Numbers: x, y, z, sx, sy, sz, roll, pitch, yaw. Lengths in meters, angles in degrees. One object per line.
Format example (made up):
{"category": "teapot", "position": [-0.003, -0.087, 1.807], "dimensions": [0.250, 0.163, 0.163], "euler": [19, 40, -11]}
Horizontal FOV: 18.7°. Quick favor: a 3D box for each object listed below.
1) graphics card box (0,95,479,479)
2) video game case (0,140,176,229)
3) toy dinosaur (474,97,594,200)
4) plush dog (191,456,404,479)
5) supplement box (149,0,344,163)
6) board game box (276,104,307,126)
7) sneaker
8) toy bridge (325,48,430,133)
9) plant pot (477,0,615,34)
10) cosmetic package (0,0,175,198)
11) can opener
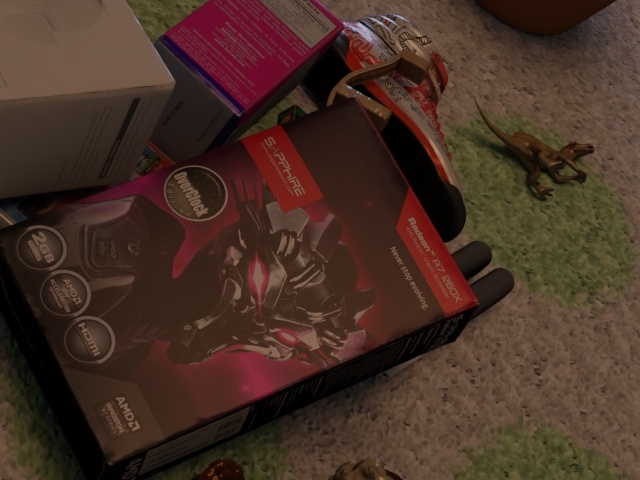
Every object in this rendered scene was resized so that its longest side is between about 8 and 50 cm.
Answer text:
{"category": "graphics card box", "position": [-0.075, 0.041, 1.672], "dimensions": [0.371, 0.094, 0.233], "euler": [-22, 72, -22]}
{"category": "video game case", "position": [-0.178, -0.010, 1.777], "dimensions": [0.285, 0.025, 0.204], "euler": [42, 42, -2]}
{"category": "toy dinosaur", "position": [0.238, -0.095, 2.159], "dimensions": [0.183, 0.053, 0.092], "euler": [15, 33, -38]}
{"category": "plush dog", "position": [-0.044, 0.281, 1.557], "dimensions": [0.225, 0.210, 0.262], "euler": [23, 15, -1]}
{"category": "supplement box", "position": [-0.089, -0.173, 1.915], "dimensions": [0.114, 0.111, 0.220], "euler": [44, 41, 2]}
{"category": "board game box", "position": [0.000, 0.000, 1.875], "dimensions": [0.136, 0.030, 0.259], "euler": [37, 39, -31]}
{"category": "sneaker", "position": [0.101, -0.129, 2.039], "dimensions": [0.145, 0.090, 0.270], "euler": [-23, 69, -43]}
{"category": "toy bridge", "position": [0.039, -0.132, 1.935], "dimensions": [0.063, 0.026, 0.188], "euler": [31, 52, 10]}
{"category": "plant pot", "position": [0.282, -0.381, 2.301], "dimensions": [0.291, 0.203, 0.291], "euler": [21, 45, -23]}
{"category": "cosmetic package", "position": [-0.289, -0.160, 1.703], "dimensions": [0.225, 0.138, 0.224], "euler": [-8, 53, -37]}
{"category": "can opener", "position": [0.113, 0.060, 1.880], "dimensions": [0.074, 0.093, 0.280], "euler": [53, 32, 8]}
